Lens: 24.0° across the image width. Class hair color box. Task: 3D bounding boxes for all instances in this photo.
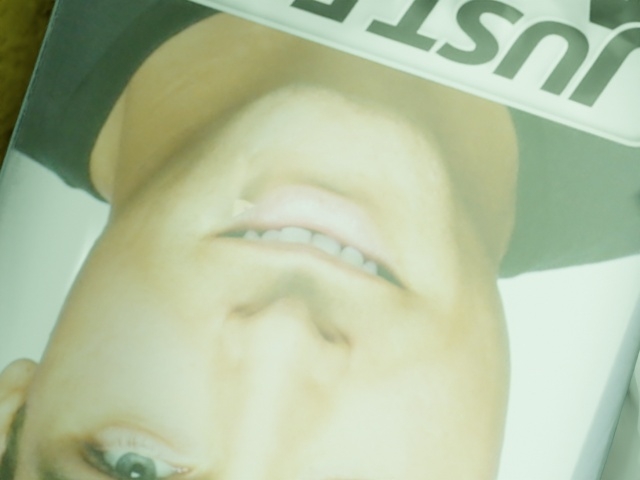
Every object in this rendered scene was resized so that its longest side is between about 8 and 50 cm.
[{"bbox_3d":[0.000,0.000,0.460,0.185,0.113,0.374,18,89,-4],"label":"hair color box"}]

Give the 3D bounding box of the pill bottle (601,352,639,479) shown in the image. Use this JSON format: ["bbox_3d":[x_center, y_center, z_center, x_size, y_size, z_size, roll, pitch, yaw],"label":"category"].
[{"bbox_3d":[0.196,-0.029,0.661,0.318,0.176,0.176,-27,127,-25],"label":"pill bottle"}]
